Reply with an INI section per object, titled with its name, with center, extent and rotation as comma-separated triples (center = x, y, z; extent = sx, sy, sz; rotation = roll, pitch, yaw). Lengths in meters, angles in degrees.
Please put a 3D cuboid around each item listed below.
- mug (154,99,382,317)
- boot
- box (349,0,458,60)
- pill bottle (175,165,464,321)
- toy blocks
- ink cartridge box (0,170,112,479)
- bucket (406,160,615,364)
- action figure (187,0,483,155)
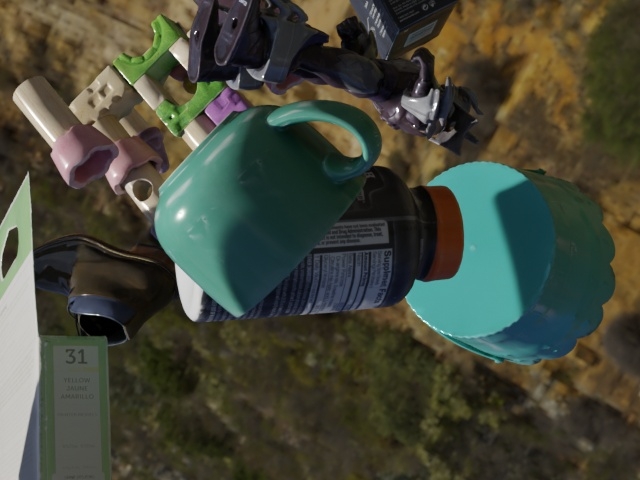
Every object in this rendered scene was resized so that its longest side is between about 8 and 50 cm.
[mug]
center = -0.039, -0.037, 0.804
extent = 0.097, 0.157, 0.129
rotation = 43, -178, -6
[boot]
center = -0.255, 0.054, 1.284
extent = 0.219, 0.082, 0.106
rotation = 0, -144, 30
[box]
center = 0.094, -0.338, 1.579
extent = 0.158, 0.093, 0.156
rotation = 61, 173, 4
[pill bottle]
center = 0.000, 0.000, 1.063
extent = 0.246, 0.130, 0.130
rotation = -4, -153, -16
[toy blocks]
center = -0.117, -0.134, 1.357
extent = 0.260, 0.288, 0.309
rotation = 49, -171, 14
[ink cartridge box]
center = -0.199, 0.090, 0.865
extent = 0.056, 0.171, 0.235
rotation = 4, -111, -24
[bucket]
center = 0.249, 0.026, 1.650
extent = 0.281, 0.281, 0.183
rotation = 39, -167, 35
[action figure]
center = 0.033, -0.150, 1.067
extent = 0.285, 0.099, 0.185
rotation = 12, -171, -31
